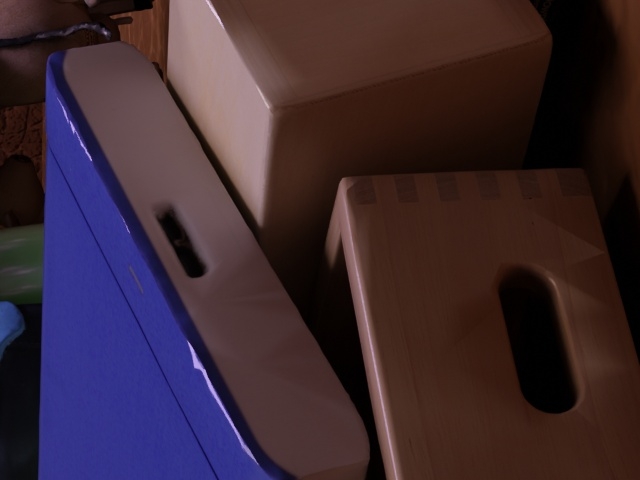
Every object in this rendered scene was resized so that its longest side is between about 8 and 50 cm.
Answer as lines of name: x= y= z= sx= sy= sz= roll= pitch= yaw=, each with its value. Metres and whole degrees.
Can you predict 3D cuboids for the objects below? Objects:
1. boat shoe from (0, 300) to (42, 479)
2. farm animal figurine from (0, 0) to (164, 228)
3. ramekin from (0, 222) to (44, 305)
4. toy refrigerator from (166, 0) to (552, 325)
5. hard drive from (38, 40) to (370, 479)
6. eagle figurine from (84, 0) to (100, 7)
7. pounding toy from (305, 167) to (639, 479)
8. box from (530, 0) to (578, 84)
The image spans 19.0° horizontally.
boat shoe: x=-0.147 y=0.149 z=1.023 sx=0.109 sy=0.089 sz=0.258 roll=-119 pitch=32 yaw=-43
farm animal figurine: x=-0.205 y=-0.115 z=1.466 sx=0.327 sy=0.172 sz=0.330 roll=90 pitch=170 yaw=-75
ramekin: x=-0.176 y=0.121 z=1.240 sx=0.303 sy=0.303 sz=0.148 roll=-114 pitch=17 yaw=-60
toy refrigerator: x=0.000 y=0.000 z=0.721 sx=0.269 sy=0.102 sz=0.094 roll=97 pitch=150 yaw=-51
hard drive: x=-0.058 y=0.115 z=0.717 sx=0.318 sy=0.040 sz=0.210 roll=98 pitch=150 yaw=-42
eagle figurine: x=-0.064 y=-0.266 z=0.910 sx=0.298 sy=0.226 sz=0.225 roll=95 pitch=-172 yaw=-49
pounding toy: x=0.050 y=0.110 z=0.634 sx=0.206 sy=0.094 sz=0.181 roll=103 pitch=161 yaw=-54
box: x=0.062 y=-0.108 z=0.703 sx=0.162 sy=0.029 sz=0.116 roll=104 pitch=159 yaw=-56
